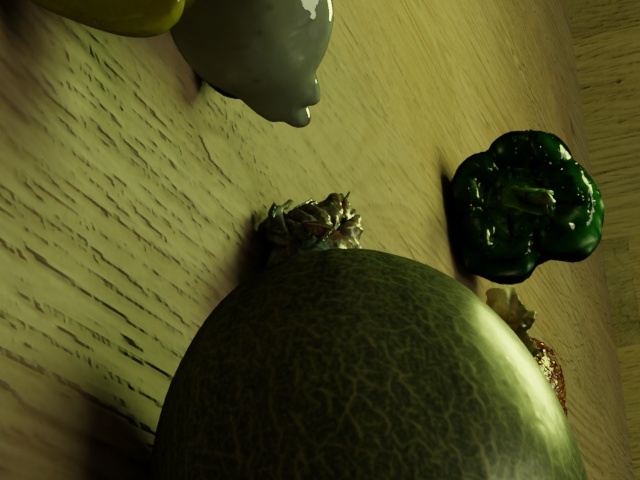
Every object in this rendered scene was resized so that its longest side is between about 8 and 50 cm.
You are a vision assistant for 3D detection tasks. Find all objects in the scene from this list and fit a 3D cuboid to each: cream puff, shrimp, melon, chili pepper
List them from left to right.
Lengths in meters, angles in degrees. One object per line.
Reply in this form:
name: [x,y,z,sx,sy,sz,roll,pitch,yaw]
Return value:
shrimp: [0.000,0.000,1.156,0.090,0.079,0.233,38,21,-6]
melon: [0.028,0.153,0.839,0.237,0.237,0.301,42,37,-66]
chili pepper: [0.236,-0.045,1.844,0.261,0.174,0.165,54,25,-70]
cream puff: [0.257,0.185,1.950,0.149,0.084,0.149,-8,90,-75]

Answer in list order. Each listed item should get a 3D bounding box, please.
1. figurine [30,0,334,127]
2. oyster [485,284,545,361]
figurine: [-0.063,-0.189,0.969,0.338,0.205,0.283,74,4,-70]
oyster: [0.166,0.213,1.576,0.271,0.100,0.275,-64,154,-62]
